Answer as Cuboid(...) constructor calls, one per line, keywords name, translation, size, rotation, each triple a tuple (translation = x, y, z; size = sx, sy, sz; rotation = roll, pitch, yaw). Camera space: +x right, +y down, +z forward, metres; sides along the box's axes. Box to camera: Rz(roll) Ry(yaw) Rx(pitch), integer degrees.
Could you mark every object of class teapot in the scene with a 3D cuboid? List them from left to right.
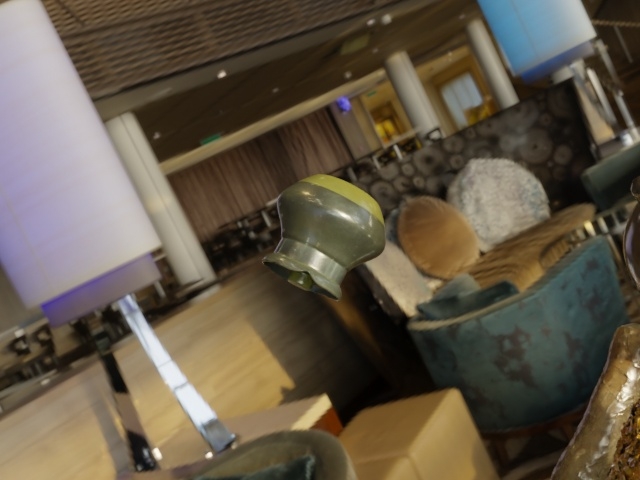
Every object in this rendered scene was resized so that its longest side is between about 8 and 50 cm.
Cuboid(name="teapot", translation=(0.000, 0.000, 0.868), size=(0.119, 0.130, 0.166), rotation=(-62, 5, -11))

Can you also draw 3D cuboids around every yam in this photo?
Cuboid(name="yam", translation=(0.368, 0.244, 1.009), size=(0.299, 0.066, 0.066), rotation=(-62, 12, -10))

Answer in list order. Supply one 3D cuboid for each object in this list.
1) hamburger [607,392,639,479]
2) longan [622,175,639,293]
Cuboid(name="hamburger", translation=(0.301, 0.233, 0.571), size=(0.179, 0.276, 0.294), rotation=(6, 50, 35))
Cuboid(name="longan", translation=(0.519, 0.015, 0.977), size=(0.243, 0.300, 0.300), rotation=(-43, 3, 2))
